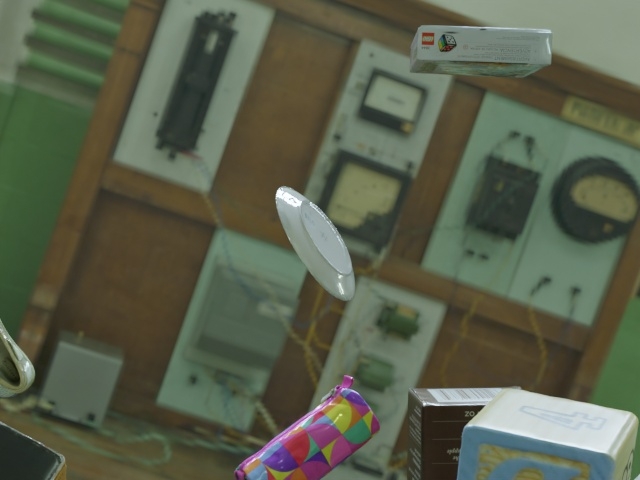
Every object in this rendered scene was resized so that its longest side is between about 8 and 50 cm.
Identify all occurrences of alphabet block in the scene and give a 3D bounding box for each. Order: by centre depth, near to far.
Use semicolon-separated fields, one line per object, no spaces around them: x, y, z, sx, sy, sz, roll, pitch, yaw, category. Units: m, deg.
0.291;0.317;1.600;0.193;0.192;0.197;11;11;21;alphabet block

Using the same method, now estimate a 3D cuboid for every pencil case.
-0.021;0.317;1.899;0.104;0.236;0.104;44;-20;21;pencil case

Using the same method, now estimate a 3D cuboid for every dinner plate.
0.000;0.000;1.315;0.141;0.017;0.141;49;19;-23;dinner plate

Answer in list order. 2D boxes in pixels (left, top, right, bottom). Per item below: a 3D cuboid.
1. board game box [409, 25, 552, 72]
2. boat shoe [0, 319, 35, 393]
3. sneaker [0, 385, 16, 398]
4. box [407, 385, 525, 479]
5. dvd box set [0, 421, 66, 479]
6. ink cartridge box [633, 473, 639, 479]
0.239;-0.288;1.909;0.193;0.053;0.305;3;4;2;board game box
-0.373;0.105;1.359;0.153;0.056;0.048;51;-8;2;boat shoe
-0.467;0.151;1.475;0.283;0.110;0.122;29;19;-43;sneaker
0.240;0.434;2.004;0.191;0.381;0.143;-1;6;-6;box
-0.388;0.267;1.198;0.308;0.062;0.420;25;-40;10;dvd box set
0.462;0.419;1.527;0.160;0.279;0.385;14;29;37;ink cartridge box
